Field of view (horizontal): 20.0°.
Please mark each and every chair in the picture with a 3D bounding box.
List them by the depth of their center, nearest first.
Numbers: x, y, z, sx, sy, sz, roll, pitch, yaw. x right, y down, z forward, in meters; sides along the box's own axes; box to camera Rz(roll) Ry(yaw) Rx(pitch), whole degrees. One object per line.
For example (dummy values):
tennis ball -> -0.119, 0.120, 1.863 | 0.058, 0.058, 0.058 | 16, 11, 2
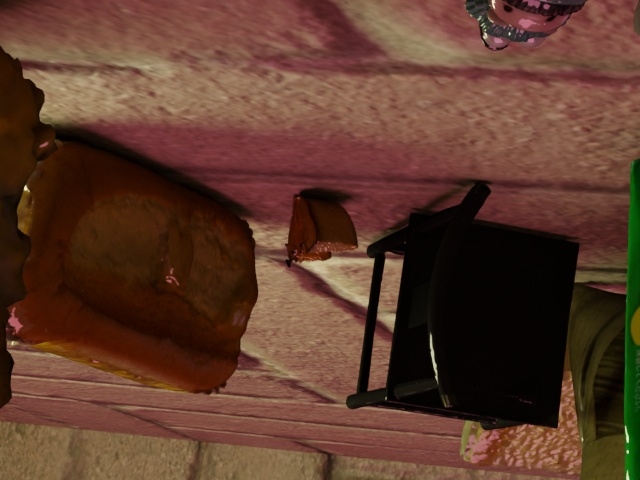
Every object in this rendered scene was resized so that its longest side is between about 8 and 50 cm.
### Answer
chair -> 0.114, 0.059, 1.346 | 0.141, 0.155, 0.260 | 9, 171, -12

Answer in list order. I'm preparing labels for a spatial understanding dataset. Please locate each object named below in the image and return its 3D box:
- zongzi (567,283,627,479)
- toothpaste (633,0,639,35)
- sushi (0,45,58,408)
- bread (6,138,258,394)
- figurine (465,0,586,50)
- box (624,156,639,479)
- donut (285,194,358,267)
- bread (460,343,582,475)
zongzi -> 0.192, 0.267, 1.295 | 0.467, 0.500, 0.218 | 22, 147, 50
toothpaste -> 0.258, -0.083, 0.840 | 0.248, 0.047, 0.078 | 9, 172, -18
sushi -> -0.335, 0.046, 0.993 | 0.240, 0.397, 0.351 | 13, 173, -37
bread -> -0.158, 0.021, 1.329 | 0.119, 0.152, 0.288 | 7, 169, 33
figurine -> 0.097, -0.110, 0.800 | 0.060, 0.047, 0.106 | 17, 170, 0
box -> 0.248, 0.075, 1.082 | 0.103, 0.250, 0.180 | -4, 164, 22
donut -> 0.000, 0.000, 1.344 | 0.038, 0.067, 0.083 | -6, 138, -17
bread -> 0.197, 0.132, 1.593 | 0.147, 0.152, 0.127 | 13, -156, -16
